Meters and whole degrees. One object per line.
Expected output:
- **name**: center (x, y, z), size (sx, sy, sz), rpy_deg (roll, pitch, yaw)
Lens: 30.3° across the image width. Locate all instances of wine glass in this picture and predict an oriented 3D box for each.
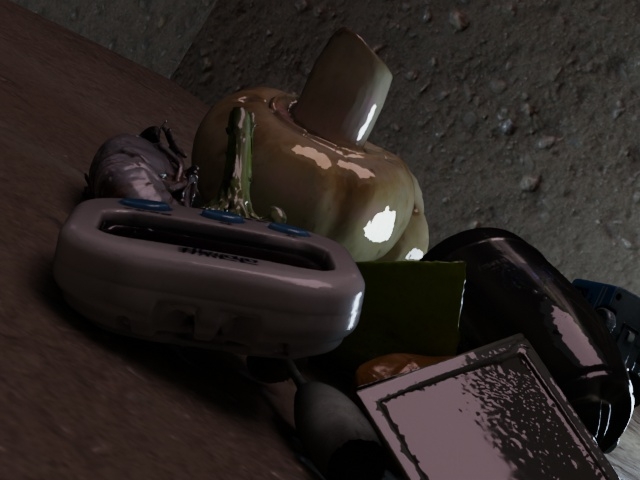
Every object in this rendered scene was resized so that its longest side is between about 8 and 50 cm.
- **wine glass**: center (-0.006, 0.141, 1.002), size (0.066, 0.066, 0.198), rpy_deg (29, 10, -29)

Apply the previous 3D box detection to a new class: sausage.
- **sausage**: center (0.093, 0.159, 1.100), size (0.112, 0.112, 0.328), rpy_deg (35, 7, 23)

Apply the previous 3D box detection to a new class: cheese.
- **cheese**: center (0.078, -0.035, 2.007), size (0.235, 0.218, 0.117), rpy_deg (25, 2, 24)

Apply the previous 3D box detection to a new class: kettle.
- **kettle**: center (0.224, 0.151, 1.476), size (0.320, 0.228, 0.324), rpy_deg (0, 26, -24)

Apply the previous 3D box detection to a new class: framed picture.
- **framed picture**: center (0.154, 0.193, 0.867), size (0.197, 0.014, 0.252), rpy_deg (-12, 62, -41)

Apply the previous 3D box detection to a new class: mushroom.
- **mushroom**: center (-0.006, -0.114, 1.836), size (0.325, 0.353, 0.353), rpy_deg (54, -3, -25)

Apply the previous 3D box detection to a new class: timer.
- **timer**: center (-0.098, 0.030, 1.031), size (0.262, 0.087, 0.237), rpy_deg (10, 12, -7)

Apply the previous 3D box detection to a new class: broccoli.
- **broccoli**: center (-0.113, -0.074, 1.530), size (0.122, 0.204, 0.118), rpy_deg (-7, -26, 38)

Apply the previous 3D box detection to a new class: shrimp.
- **shrimp**: center (-0.206, -0.075, 1.418), size (0.145, 0.116, 0.343), rpy_deg (31, 14, -17)

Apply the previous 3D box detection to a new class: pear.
- **pear**: center (0.031, 0.082, 1.315), size (0.239, 0.139, 0.288), rpy_deg (8, -3, 0)

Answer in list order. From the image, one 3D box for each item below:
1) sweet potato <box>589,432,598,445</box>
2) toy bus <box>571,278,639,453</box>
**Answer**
- **sweet potato**: center (0.186, 0.212, 1.062), size (0.130, 0.131, 0.422), rpy_deg (35, 7, 22)
- **toy bus**: center (0.370, 0.183, 1.659), size (0.113, 0.246, 0.134), rpy_deg (28, -4, -27)
